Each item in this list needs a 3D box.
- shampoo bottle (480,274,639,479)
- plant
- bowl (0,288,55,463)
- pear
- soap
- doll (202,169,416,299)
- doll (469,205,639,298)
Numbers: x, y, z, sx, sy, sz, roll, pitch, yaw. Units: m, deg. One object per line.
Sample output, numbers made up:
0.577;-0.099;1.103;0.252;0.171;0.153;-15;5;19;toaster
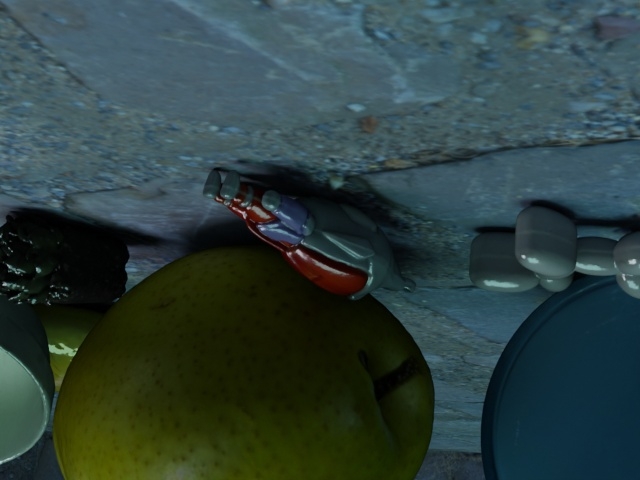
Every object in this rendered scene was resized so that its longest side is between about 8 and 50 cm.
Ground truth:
0.379;0.219;1.107;0.331;0.331;0.343;-3;163;30;shampoo bottle
-0.273;0.024;1.102;0.143;0.092;0.094;9;173;-35;plant
-0.471;0.139;1.320;0.307;0.163;0.307;2;132;2;bowl
-0.087;0.183;1.091;0.418;0.362;0.362;-16;154;41;pear
-0.372;0.164;1.576;0.427;0.115;0.306;16;154;-31;soap
0.000;0.000;0.931;0.227;0.075;0.102;27;170;-30;doll
0.229;0.016;0.937;0.160;0.059;0.161;10;163;-16;doll
